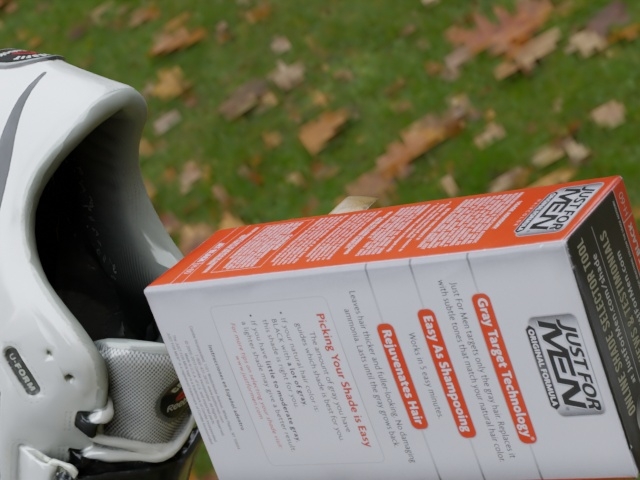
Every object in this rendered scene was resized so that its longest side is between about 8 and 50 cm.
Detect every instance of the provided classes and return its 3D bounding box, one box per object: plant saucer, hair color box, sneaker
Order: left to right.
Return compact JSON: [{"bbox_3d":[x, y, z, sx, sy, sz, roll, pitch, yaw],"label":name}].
[{"bbox_3d":[-0.109,0.082,0.807,0.146,0.330,0.122,4,19,40],"label":"sneaker"},{"bbox_3d":[0.000,0.000,1.088,0.083,0.015,0.083,-45,-1,-1],"label":"plant saucer"},{"bbox_3d":[0.025,0.029,0.523,0.141,0.072,0.043,-6,22,36],"label":"hair color box"}]
